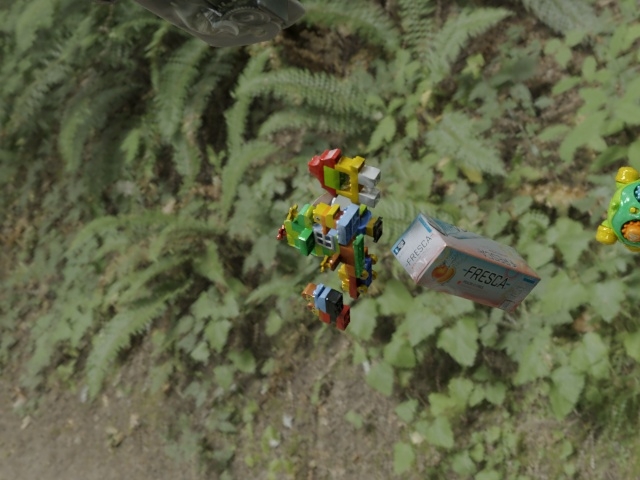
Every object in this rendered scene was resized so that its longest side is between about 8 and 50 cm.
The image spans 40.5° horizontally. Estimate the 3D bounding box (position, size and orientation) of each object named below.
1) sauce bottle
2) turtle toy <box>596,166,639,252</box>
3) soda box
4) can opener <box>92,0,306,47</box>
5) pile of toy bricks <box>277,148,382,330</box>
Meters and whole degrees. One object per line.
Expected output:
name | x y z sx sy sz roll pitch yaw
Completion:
sauce bottle | 0.027 -0.035 1.673 0.111 0.111 0.344 -44 3 -12
turtle toy | 0.388 -0.028 1.012 0.066 0.130 0.095 29 104 60
soda box | 0.169 0.028 0.992 0.058 0.183 0.063 -53 45 20
can opener | -0.105 -0.175 0.443 0.076 0.283 0.095 -9 74 30
pile of toy bricks | 0.000 0.000 0.970 0.105 0.212 0.118 23 56 20
